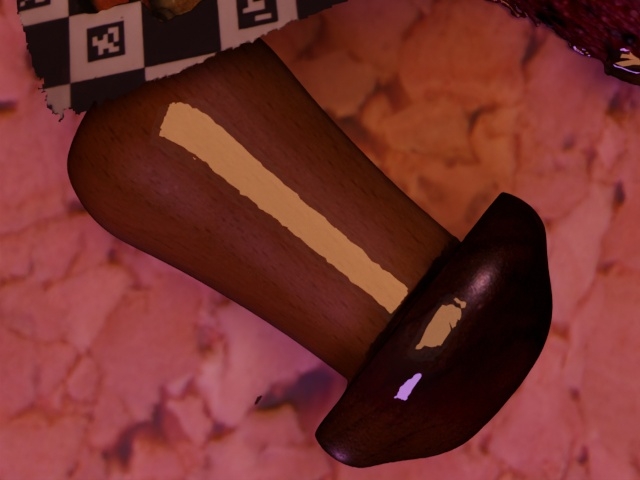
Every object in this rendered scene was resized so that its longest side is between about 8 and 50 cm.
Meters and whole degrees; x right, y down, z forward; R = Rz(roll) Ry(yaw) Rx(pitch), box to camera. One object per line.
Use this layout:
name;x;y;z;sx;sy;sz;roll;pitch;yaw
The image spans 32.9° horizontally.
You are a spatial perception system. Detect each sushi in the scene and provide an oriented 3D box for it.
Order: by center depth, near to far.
sushi;-0.042;-0.181;0.617;0.279;0.043;0.192;-24;67;4

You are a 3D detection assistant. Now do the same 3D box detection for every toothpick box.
toothpick box;0.000;0.000;0.663;0.294;0.192;0.192;39;82;5

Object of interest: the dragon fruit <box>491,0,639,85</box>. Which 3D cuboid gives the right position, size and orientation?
dragon fruit;0.160;-0.223;0.662;0.240;0.330;0.302;-28;90;14
